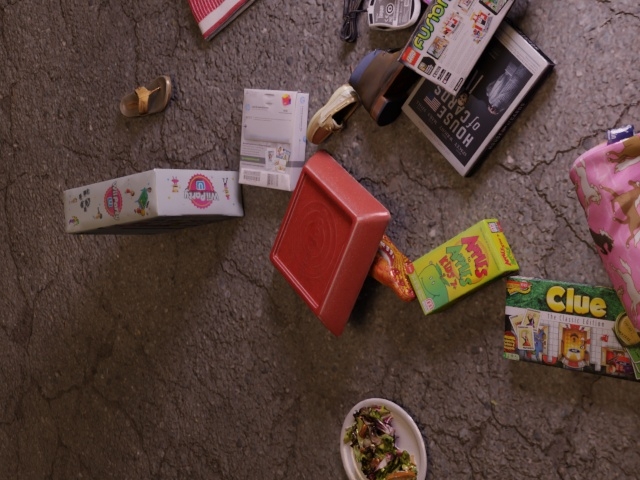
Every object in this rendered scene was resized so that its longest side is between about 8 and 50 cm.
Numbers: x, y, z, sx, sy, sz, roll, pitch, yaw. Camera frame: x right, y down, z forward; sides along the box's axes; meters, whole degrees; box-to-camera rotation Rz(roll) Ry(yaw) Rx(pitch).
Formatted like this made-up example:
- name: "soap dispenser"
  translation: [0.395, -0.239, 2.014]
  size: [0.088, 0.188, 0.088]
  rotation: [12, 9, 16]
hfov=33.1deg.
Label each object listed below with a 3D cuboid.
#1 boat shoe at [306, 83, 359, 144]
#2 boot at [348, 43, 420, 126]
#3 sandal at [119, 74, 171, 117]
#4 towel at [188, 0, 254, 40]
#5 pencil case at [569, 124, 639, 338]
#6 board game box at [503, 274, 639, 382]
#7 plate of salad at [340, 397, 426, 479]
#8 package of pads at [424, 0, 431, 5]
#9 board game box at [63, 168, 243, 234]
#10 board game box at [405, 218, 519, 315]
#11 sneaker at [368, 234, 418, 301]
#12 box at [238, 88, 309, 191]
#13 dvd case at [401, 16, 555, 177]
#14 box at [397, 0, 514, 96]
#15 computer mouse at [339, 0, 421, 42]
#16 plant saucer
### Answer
- name: "boat shoe"
  translation: [0.022, -0.220, 1.949]
  size: [0.135, 0.050, 0.045]
  rotation: [-53, 54, 32]
- name: "boot"
  translation: [0.123, -0.310, 1.830]
  size: [0.106, 0.082, 0.219]
  rotation: [49, 125, 25]
- name: "sandal"
  translation: [-0.382, -0.304, 2.312]
  size: [0.180, 0.049, 0.072]
  rotation: [-13, 85, 42]
- name: "towel"
  translation: [-0.217, -0.599, 2.149]
  size: [0.237, 0.037, 0.329]
  rotation: [-32, 72, 40]
- name: "pencil case"
  translation: [0.486, 0.029, 1.477]
  size: [0.167, 0.160, 0.386]
  rotation: [117, 134, -70]
- name: "board game box"
  translation: [0.398, 0.133, 1.649]
  size: [0.260, 0.030, 0.136]
  rotation: [6, 95, 42]
- name: "plate of salad"
  translation: [0.104, 0.383, 1.924]
  size: [0.200, 0.048, 0.199]
  rotation: [5, 97, 43]
- name: "package of pads"
  translation: [0.203, -0.392, 1.770]
  size: [0.083, 0.050, 0.032]
  rotation: [48, 128, 29]
- name: "board game box"
  translation: [-0.339, -0.073, 2.175]
  size: [0.303, 0.224, 0.097]
  rotation: [-8, 86, 42]
- name: "board game box"
  translation: [0.232, 0.045, 1.783]
  size: [0.181, 0.043, 0.092]
  rotation: [-34, 70, 39]
- name: "sneaker"
  translation: [0.116, 0.048, 1.885]
  size: [0.175, 0.064, 0.067]
  rotation: [56, 134, 36]
- name: "box"
  translation: [-0.091, -0.194, 2.064]
  size: [0.145, 0.038, 0.186]
  rotation: [10, 101, 41]
- name: "dvd case"
  translation: [0.251, -0.248, 1.753]
  size: [0.179, 0.030, 0.238]
  rotation: [52, 124, 27]
- name: "box"
  translation: [0.221, -0.344, 1.696]
  size: [0.114, 0.036, 0.207]
  rotation: [33, 117, 4]
- name: "computer mouse"
  translation: [0.111, -0.394, 1.863]
  size: [0.193, 0.042, 0.106]
  rotation: [13, 98, 47]
- name: "plant saucer"
  translation: [0.000, 0.000, 1.948]
  size: [0.259, 0.048, 0.258]
  rotation: [47, 123, 46]
